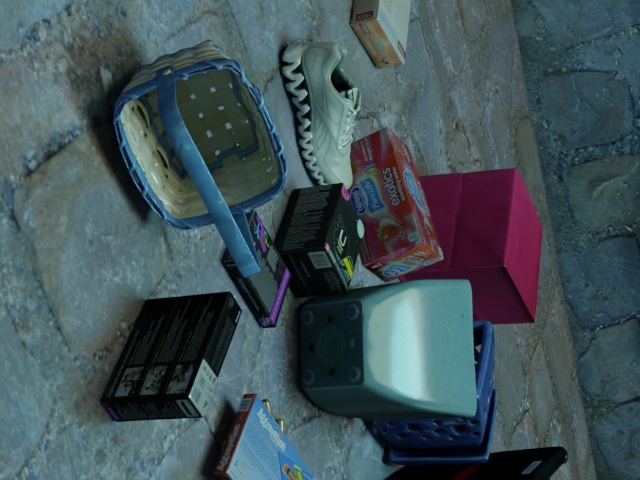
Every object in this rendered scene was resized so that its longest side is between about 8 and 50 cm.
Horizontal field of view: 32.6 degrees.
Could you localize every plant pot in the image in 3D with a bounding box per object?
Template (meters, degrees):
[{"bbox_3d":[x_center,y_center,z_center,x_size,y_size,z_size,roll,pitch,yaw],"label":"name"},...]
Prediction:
[{"bbox_3d":[0.236,0.317,2.194,0.236,0.236,0.212,-69,148,-53],"label":"plant pot"},{"bbox_3d":[0.097,0.190,1.929,0.252,0.247,0.247,10,74,-46],"label":"plant pot"}]

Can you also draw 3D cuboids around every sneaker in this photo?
[{"bbox_3d":[0.020,-0.221,1.986,0.110,0.118,0.292,-57,136,-57],"label":"sneaker"}]

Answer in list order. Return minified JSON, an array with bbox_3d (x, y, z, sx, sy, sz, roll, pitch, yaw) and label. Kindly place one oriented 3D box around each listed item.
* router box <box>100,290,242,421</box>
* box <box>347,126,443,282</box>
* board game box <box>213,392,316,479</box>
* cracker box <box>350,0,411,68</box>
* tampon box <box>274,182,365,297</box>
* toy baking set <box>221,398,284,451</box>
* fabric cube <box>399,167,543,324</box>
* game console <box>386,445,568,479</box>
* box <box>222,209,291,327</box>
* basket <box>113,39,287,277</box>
[{"bbox_3d":[-0.189,0.148,1.414,0.178,0.133,0.046,-71,145,-42],"label":"router box"},{"bbox_3d":[0.126,-0.067,2.085,0.123,0.128,0.256,34,37,-57],"label":"box"},{"bbox_3d":[-0.070,0.378,1.684,0.281,0.027,0.145,61,36,-36],"label":"board game box"},{"bbox_3d":[0.134,-0.509,2.362,0.155,0.067,0.232,51,40,-50],"label":"cracker box"},{"bbox_3d":[0.000,0.000,1.903,0.161,0.102,0.120,-73,148,-42],"label":"tampon box"},{"bbox_3d":[-0.103,0.374,1.686,0.197,0.030,0.256,11,74,-62],"label":"toy baking set"},{"bbox_3d":[0.341,0.022,2.466,0.254,0.259,0.258,54,40,-49],"label":"fabric cube"},{"bbox_3d":[0.277,0.476,2.115,0.387,0.342,0.060,-7,87,-66],"label":"game console"},{"bbox_3d":[-0.100,0.046,1.763,0.116,0.029,0.162,-73,148,-43],"label":"box"},{"bbox_3d":[-0.152,-0.113,1.437,0.289,0.201,0.254,-117,-177,-59],"label":"basket"}]
